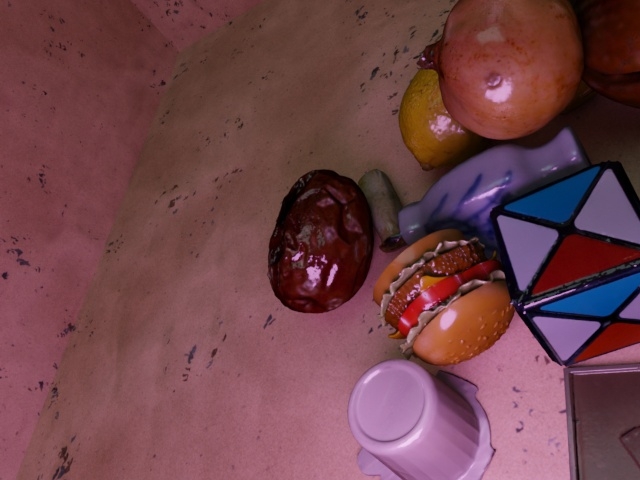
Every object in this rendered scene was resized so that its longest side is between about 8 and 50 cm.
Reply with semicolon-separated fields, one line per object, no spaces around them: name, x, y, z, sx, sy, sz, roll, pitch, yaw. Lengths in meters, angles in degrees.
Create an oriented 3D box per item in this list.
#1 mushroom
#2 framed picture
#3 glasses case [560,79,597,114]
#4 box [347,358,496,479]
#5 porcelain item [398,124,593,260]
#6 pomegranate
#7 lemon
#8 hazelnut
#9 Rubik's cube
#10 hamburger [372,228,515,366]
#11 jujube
mushroom;0.170;-0.087;1.568;0.100;0.081;0.312;-29;41;13
framed picture;0.525;0.347;0.940;0.232;0.024;0.314;-13;49;33
glasses case;0.665;-0.396;1.414;0.234;0.064;0.079;-37;42;10
box;0.153;0.349;1.113;0.291;0.206;0.262;-24;44;21
porcelain item;0.382;-0.076;1.256;0.405;0.242;0.178;-26;24;27
pomegranate;0.367;-0.380;1.210;0.338;0.338;0.338;-23;45;25
lemon;0.332;-0.332;1.492;0.268;0.268;0.321;17;73;47
hazelnut;0.732;-0.469;1.192;0.402;0.402;0.428;-6;62;38
Rubik's cube;0.482;0.046;1.054;0.250;0.246;0.248;-25;42;24
hamburger;0.256;0.128;1.137;0.274;0.274;0.212;-41;59;6
jujube;0.001;0.000;1.496;0.277;0.276;0.376;-20;53;28
